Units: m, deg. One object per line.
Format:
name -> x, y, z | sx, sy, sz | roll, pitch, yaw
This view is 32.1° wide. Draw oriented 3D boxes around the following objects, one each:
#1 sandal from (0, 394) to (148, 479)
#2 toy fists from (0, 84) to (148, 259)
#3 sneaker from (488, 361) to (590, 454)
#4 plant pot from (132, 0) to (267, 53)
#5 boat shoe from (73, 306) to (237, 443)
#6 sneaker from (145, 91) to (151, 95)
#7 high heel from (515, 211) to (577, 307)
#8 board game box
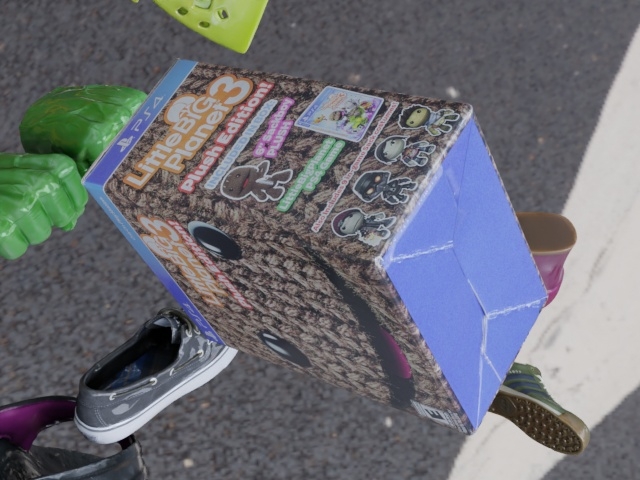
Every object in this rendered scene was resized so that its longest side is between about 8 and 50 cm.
sandal -> -0.254, 0.206, 1.034 | 0.107, 0.167, 0.446 | -50, 146, 1
toy fists -> -0.296, -0.083, 1.249 | 0.279, 0.142, 0.096 | -50, 132, -40
sneaker -> 0.261, 0.190, 1.389 | 0.086, 0.192, 0.064 | -38, 139, -38
plant pot -> -0.183, -0.428, 1.601 | 0.207, 0.227, 0.228 | 17, 108, -23
boat shoe -> -0.156, 0.107, 1.105 | 0.228, 0.080, 0.076 | -35, 142, -39
sneaker -> -0.162, -0.116, 1.515 | 0.178, 0.124, 0.295 | 65, 10, -2
high heel -> 0.115, 0.036, 1.362 | 0.377, 0.181, 0.127 | 6, 56, -2
board game box -> 0.000, 0.000, 0.885 | 0.141, 0.291, 0.232 | -56, 139, -23
